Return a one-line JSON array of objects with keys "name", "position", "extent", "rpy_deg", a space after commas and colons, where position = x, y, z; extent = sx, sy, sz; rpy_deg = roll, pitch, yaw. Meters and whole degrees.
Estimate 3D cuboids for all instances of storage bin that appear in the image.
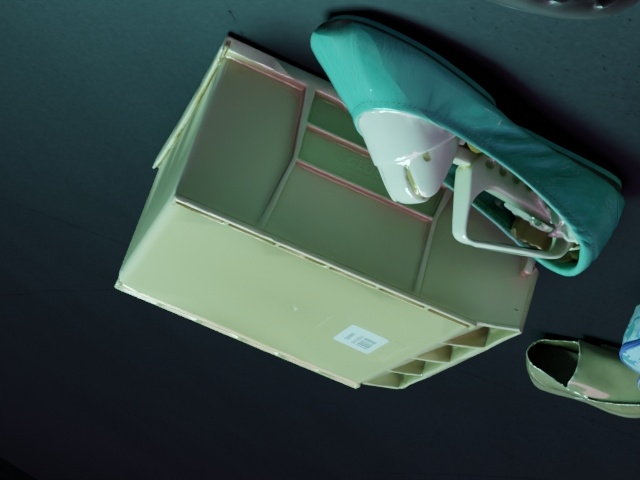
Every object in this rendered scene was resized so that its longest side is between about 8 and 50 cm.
[{"name": "storage bin", "position": [0.000, 0.000, 1.048], "extent": [0.260, 0.123, 0.262], "rpy_deg": [23, 159, -10]}]

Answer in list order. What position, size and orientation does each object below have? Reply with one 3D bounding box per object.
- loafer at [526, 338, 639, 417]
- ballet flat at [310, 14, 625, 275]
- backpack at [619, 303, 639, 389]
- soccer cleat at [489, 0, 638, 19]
[{"name": "loafer", "position": [0.239, 0.117, 1.217], "extent": [0.148, 0.056, 0.050], "rpy_deg": [3, 160, 38]}, {"name": "ballet flat", "position": [0.091, -0.048, 0.887], "extent": [0.247, 0.087, 0.083], "rpy_deg": [29, 158, -23]}, {"name": "backpack", "position": [0.283, 0.086, 1.056], "extent": [0.105, 0.084, 0.114], "rpy_deg": [28, 161, -14]}, {"name": "soccer cleat", "position": [0.004, -0.187, 0.625], "extent": [0.318, 0.108, 0.116], "rpy_deg": [21, 180, -8]}]
